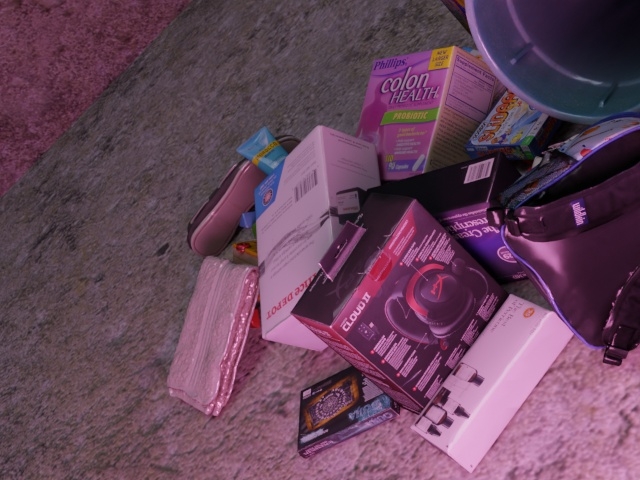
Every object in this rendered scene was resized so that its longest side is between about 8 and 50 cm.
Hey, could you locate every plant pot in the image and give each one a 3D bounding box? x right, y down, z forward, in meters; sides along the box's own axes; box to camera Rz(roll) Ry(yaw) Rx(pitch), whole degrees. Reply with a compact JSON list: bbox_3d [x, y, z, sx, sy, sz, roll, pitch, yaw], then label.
[{"bbox_3d":[0.451,-0.403,1.583,0.341,0.341,0.334,-5,30,49],"label":"plant pot"}]

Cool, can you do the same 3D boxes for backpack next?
[{"bbox_3d":[0.380,-0.028,1.351,0.263,0.276,0.213,-36,19,13],"label":"backpack"}]

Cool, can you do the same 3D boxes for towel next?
[{"bbox_3d":[-0.202,0.170,1.948,0.187,0.049,0.282,11,85,55],"label":"towel"}]

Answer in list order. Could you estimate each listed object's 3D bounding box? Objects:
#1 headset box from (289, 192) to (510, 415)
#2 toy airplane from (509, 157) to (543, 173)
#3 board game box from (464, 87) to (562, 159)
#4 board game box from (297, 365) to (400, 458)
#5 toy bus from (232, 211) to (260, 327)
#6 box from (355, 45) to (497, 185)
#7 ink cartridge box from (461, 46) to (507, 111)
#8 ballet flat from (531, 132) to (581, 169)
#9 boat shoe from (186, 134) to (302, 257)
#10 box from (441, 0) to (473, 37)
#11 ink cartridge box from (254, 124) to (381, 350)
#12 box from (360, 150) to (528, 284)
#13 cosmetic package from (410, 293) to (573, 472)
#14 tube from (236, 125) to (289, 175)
[{"bbox_3d":[0.115,0.088,1.487,0.110,0.293,0.218,13,65,56],"label":"headset box"},{"bbox_3d":[0.334,-0.141,1.738,0.151,0.028,0.151,-27,31,18],"label":"toy airplane"},{"bbox_3d":[0.347,-0.213,1.762,0.136,0.035,0.201,2,47,48],"label":"board game box"},{"bbox_3d":[0.043,0.255,1.647,0.186,0.026,0.126,-30,35,27],"label":"board game box"},{"bbox_3d":[-0.086,0.058,1.966,0.202,0.104,0.191,66,146,25],"label":"toy bus"},{"bbox_3d":[0.175,-0.199,1.852,0.213,0.117,0.243,3,75,53],"label":"box"},{"bbox_3d":[0.293,-0.286,1.928,0.104,0.061,0.181,-49,31,-2],"label":"ink cartridge box"},{"bbox_3d":[0.376,-0.113,1.601,0.221,0.079,0.077,-37,32,18],"label":"ballet flat"},{"bbox_3d":[-0.173,-0.111,2.269,0.335,0.112,0.095,-47,34,7],"label":"boat shoe"},{"bbox_3d":[0.313,-0.483,1.907,0.177,0.290,0.279,-44,30,8],"label":"box"},{"bbox_3d":[0.000,0.000,1.777,0.223,0.129,0.307,-40,44,43],"label":"ink cartridge box"},{"bbox_3d":[0.208,-0.015,1.597,0.261,0.184,0.103,-15,46,43],"label":"box"},{"bbox_3d":[0.234,0.192,1.444,0.239,0.060,0.099,-52,31,-8],"label":"cosmetic package"},{"bbox_3d":[-0.081,-0.150,2.155,0.080,0.052,0.207,-38,61,-15],"label":"tube"}]
